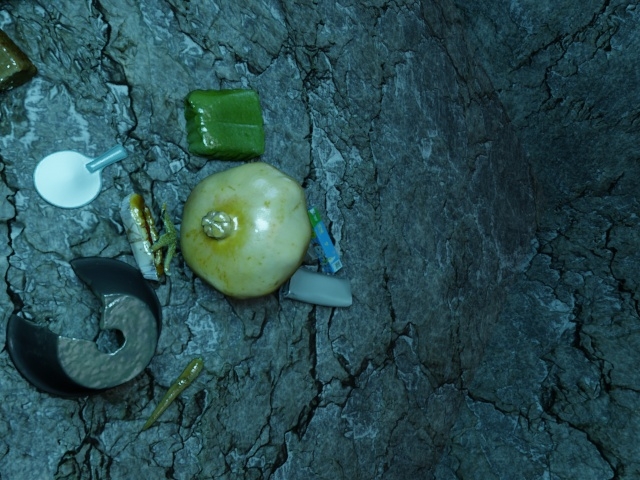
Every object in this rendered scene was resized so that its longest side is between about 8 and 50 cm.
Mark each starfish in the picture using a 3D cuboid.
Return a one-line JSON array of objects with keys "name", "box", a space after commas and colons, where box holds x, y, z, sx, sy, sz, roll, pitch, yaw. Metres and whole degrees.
[{"name": "starfish", "box": [-0.441, 0.001, 1.232, 0.053, 0.175, 0.207, 0, 64, -7]}]

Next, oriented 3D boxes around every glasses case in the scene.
[{"name": "glasses case", "box": [-0.016, 0.175, 1.594, 0.308, 0.083, 0.128, 17, 74, -37]}]

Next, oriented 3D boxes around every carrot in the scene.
[{"name": "carrot", "box": [-0.443, 0.460, 1.283, 0.254, 0.049, 0.049, -51, 119, -24]}]

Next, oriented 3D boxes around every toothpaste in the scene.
[{"name": "toothpaste", "box": [0.000, 0.000, 1.617, 0.050, 0.065, 0.266, -36, 112, -29]}]

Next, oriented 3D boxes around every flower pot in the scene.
[{"name": "flower pot", "box": [-0.547, 0.237, 1.074, 0.380, 0.251, 0.378, 1, 89, -40]}]

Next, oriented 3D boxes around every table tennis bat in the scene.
[{"name": "table tennis bat", "box": [-0.633, -0.186, 1.138, 0.244, 0.040, 0.152, -41, 115, -26]}]

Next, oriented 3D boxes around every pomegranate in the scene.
[{"name": "pomegranate", "box": [-0.222, -0.028, 1.244, 0.412, 0.412, 0.410, 0, 90, -38]}]

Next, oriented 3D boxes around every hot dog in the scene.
[{"name": "hot dog", "box": [-0.494, -0.007, 1.187, 0.069, 0.131, 0.252, -15, 97, -8]}]

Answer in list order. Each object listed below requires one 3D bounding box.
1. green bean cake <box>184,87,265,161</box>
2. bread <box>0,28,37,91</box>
[{"name": "green bean cake", "box": [-0.304, -0.367, 1.343, 0.248, 0.125, 0.221, -8, 93, -40]}, {"name": "bread", "box": [-0.821, -0.513, 0.900, 0.113, 0.165, 0.416, -41, 115, -7]}]
